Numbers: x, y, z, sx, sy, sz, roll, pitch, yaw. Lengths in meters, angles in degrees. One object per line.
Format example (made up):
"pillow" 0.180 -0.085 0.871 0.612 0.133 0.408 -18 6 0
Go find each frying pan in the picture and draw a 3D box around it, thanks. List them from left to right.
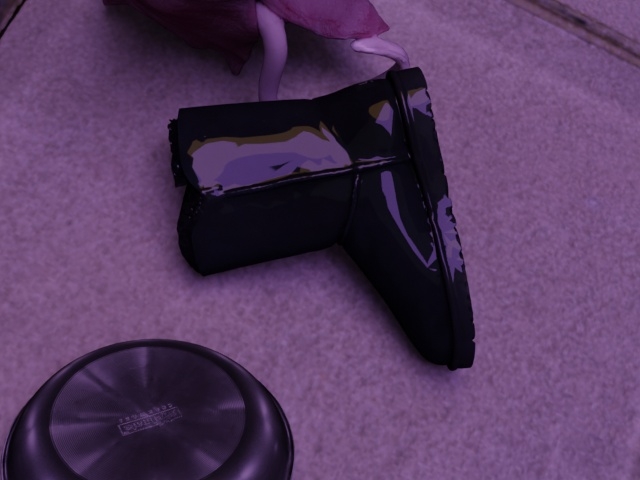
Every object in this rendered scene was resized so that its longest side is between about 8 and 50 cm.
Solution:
"frying pan" -0.110 0.175 0.659 0.197 0.053 0.326 0 38 -6

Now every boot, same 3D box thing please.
"boot" 0.000 0.000 0.814 0.207 0.094 0.246 -13 99 1

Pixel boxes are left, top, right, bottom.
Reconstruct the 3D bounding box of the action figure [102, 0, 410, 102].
"action figure" -0.080 -0.202 0.724 0.248 0.370 0.275 -28 91 -1
